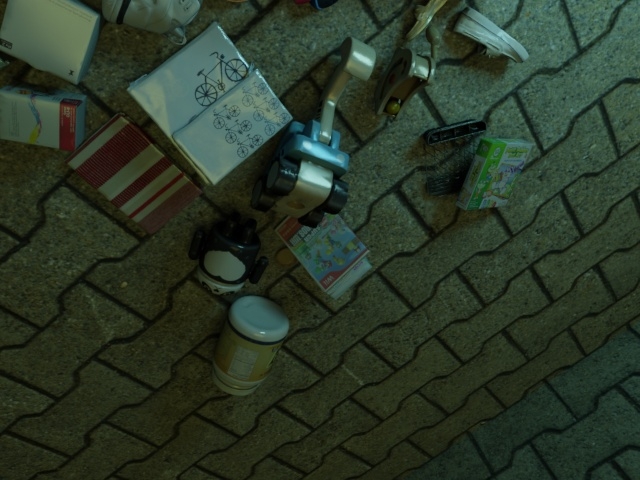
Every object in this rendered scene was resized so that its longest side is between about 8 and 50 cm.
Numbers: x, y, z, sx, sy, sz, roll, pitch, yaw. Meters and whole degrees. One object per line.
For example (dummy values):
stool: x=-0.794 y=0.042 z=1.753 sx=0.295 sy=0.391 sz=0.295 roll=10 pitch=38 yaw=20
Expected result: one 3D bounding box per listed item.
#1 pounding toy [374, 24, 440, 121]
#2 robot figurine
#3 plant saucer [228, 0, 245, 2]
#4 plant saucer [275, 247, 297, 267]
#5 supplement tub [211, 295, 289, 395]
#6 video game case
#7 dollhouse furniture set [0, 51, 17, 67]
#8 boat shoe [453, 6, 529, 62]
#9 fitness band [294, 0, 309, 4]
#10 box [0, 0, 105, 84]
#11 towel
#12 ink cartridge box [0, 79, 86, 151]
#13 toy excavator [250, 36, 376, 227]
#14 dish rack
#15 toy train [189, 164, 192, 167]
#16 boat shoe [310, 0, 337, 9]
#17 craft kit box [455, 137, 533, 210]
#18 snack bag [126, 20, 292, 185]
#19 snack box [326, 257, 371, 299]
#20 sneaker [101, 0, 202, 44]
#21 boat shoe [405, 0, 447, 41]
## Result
pounding toy: x=0.282 y=-0.467 z=1.316 sx=0.155 sy=0.154 sz=0.269 roll=12 pitch=134 yaw=-20
robot figurine: x=-0.300 y=0.050 z=1.486 sx=0.174 sy=0.209 sz=0.278 roll=-7 pitch=130 yaw=-54
plant saucer: x=-0.218 y=-0.713 z=1.138 sx=0.200 sy=0.037 sz=0.200 roll=-7 pitch=121 yaw=-12
plant saucer: x=-0.123 y=0.060 z=1.634 sx=0.083 sy=0.015 sz=0.083 roll=-6 pitch=121 yaw=-10
supplement tub: x=-0.266 y=0.388 z=1.666 sx=0.228 sy=0.228 sz=0.316 roll=14 pitch=116 yaw=-21
video game case: x=0.000 y=0.000 z=1.504 sx=0.204 sy=0.285 sz=0.025 roll=-44 pitch=162 yaw=13
dollhouse furniture set: x=-0.821 y=-0.459 z=1.045 sx=0.101 sy=0.182 sz=0.161 roll=-30 pitch=123 yaw=4
boat shoe: x=0.514 y=-0.601 z=1.371 sx=0.258 sy=0.095 sz=0.084 roll=27 pitch=115 yaw=-16
fitness band: x=-0.076 y=-0.719 z=1.068 sx=0.054 sy=0.209 sz=0.290 roll=-15 pitch=122 yaw=-4
box: x=-0.647 y=-0.511 z=1.097 sx=0.181 sy=0.119 sz=0.182 roll=22 pitch=113 yaw=-25
towel: x=-0.553 y=-0.192 z=1.363 sx=0.237 sy=0.037 sz=0.329 roll=-36 pitch=120 yaw=10
ink cartridge box: x=-0.723 y=-0.325 z=1.182 sx=0.176 sy=0.128 sz=0.127 roll=7 pitch=118 yaw=-19
toy excavator: x=-0.013 y=-0.311 z=1.335 sx=0.222 sy=0.445 sz=0.433 roll=16 pitch=159 yaw=-23
dish rack: x=0.456 y=-0.274 z=1.552 sx=0.208 sy=0.074 sz=0.271 roll=-15 pitch=123 yaw=-5
toy train: x=-0.320 y=-0.268 z=1.352 sx=0.105 sy=0.080 sz=0.184 roll=26 pitch=107 yaw=-22
boat shoe: x=-0.003 y=-0.739 z=1.155 sx=0.089 sy=0.109 sz=0.258 roll=-20 pitch=140 yaw=-10
craft kit box: x=0.607 y=-0.231 z=1.579 sx=0.250 sy=0.061 sz=0.246 roll=-9 pitch=122 yaw=-36
snack bag: x=-0.294 y=-0.378 z=1.253 sx=0.323 sy=0.037 sz=0.342 roll=-41 pitch=115 yaw=-7
snack box: x=0.067 y=0.077 z=1.579 sx=0.174 sy=0.207 sz=0.070 roll=-44 pitch=123 yaw=12
sneaker: x=-0.368 y=-0.661 z=1.072 sx=0.210 sy=0.137 sz=0.365 roll=19 pitch=119 yaw=-22
boat shoe: x=0.297 y=-0.656 z=1.297 sx=0.059 sy=0.063 sz=0.170 roll=37 pitch=108 yaw=-14
